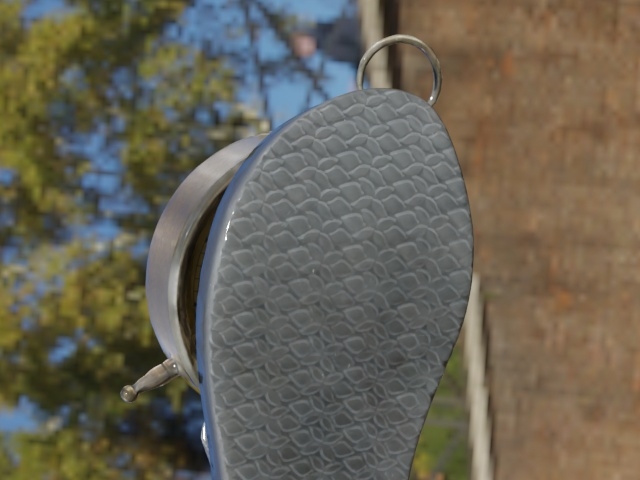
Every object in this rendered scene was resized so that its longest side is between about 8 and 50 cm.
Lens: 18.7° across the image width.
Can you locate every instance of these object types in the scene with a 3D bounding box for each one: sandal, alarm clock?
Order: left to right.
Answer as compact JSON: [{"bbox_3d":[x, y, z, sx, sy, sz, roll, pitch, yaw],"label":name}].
[{"bbox_3d":[-0.005,0.069,0.713,0.054,0.097,0.254,-154,70,-73],"label":"sandal"},{"bbox_3d":[0.000,0.000,0.833,0.192,0.129,0.064,-63,21,2],"label":"alarm clock"}]
